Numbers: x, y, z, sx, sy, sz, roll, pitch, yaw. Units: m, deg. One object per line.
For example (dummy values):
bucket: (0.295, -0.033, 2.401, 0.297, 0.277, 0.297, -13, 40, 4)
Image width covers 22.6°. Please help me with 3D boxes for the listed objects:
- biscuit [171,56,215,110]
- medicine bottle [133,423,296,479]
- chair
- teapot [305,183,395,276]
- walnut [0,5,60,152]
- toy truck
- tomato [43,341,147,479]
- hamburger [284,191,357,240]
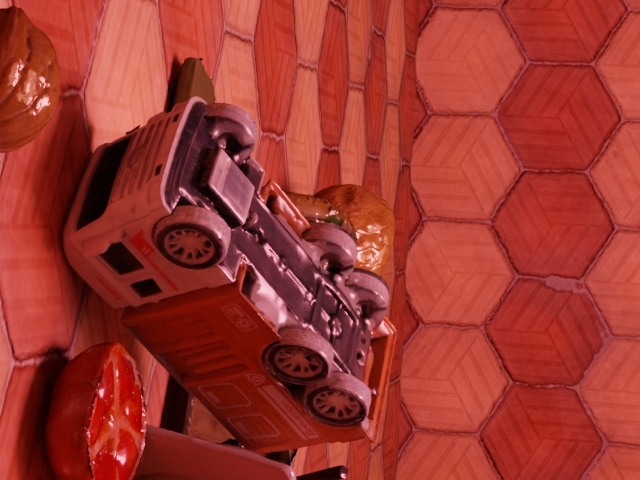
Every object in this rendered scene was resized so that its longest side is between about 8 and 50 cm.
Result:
biscuit: (-0.162, -0.051, 1.822, 0.099, 0.038, 0.322, 59, 36, -65)
medicine bottle: (-0.112, 0.363, 1.675, 0.235, 0.236, 0.406, -71, 161, -54)
chair: (-0.114, 0.235, 1.924, 0.186, 0.319, 0.160, 22, 61, -31)
teapot: (0.000, 0.000, 2.387, 0.203, 0.167, 0.311, -62, -166, 14)
walnut: (-0.249, -0.126, 1.228, 0.105, 0.105, 0.124, 81, 13, -46)
toy truck: (-0.094, 0.048, 1.608, 0.387, 0.207, 0.173, 51, 36, -34)
tomato: (-0.219, 0.175, 1.513, 0.155, 0.069, 0.155, 1, 90, -75)
hamburger: (-0.049, 0.007, 2.046, 0.215, 0.190, 0.122, 67, 18, -62)
